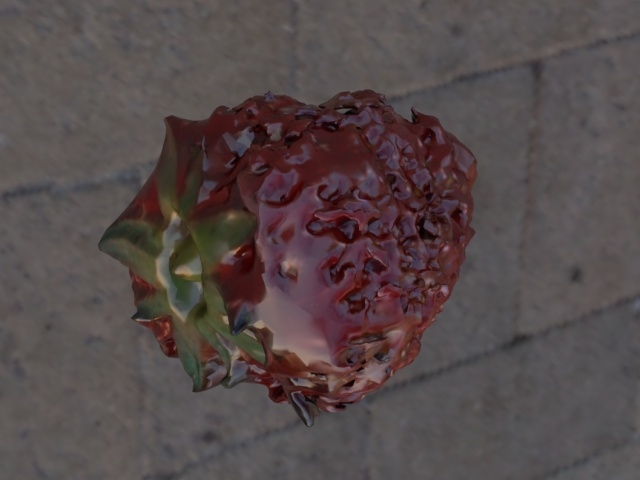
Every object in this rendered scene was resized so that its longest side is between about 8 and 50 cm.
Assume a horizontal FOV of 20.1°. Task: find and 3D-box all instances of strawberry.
[{"bbox_3d":[0.000,0.000,0.978,0.201,0.184,0.187,-28,157,-32],"label":"strawberry"}]
